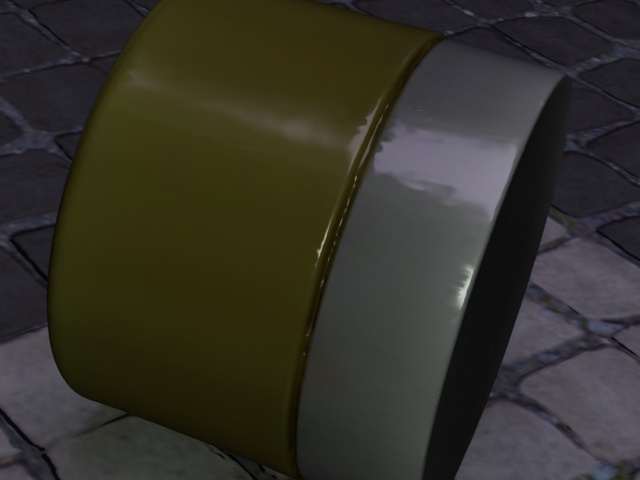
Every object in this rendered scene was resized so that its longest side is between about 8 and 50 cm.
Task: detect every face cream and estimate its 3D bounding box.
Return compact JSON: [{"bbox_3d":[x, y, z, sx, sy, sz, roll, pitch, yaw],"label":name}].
[{"bbox_3d":[0.000,0.000,0.710,0.179,0.218,0.218,18,33,13],"label":"face cream"}]
